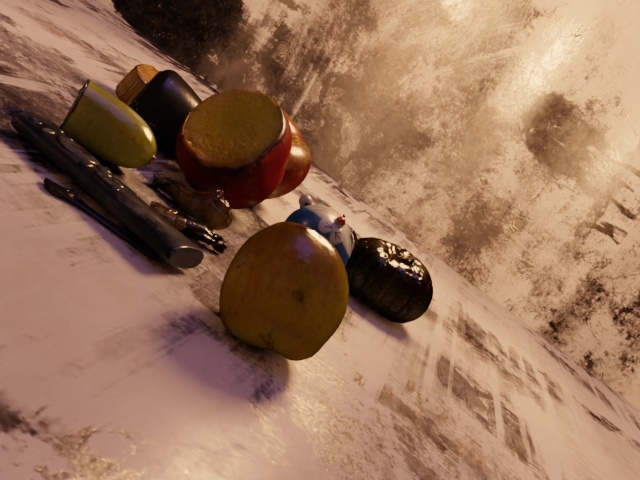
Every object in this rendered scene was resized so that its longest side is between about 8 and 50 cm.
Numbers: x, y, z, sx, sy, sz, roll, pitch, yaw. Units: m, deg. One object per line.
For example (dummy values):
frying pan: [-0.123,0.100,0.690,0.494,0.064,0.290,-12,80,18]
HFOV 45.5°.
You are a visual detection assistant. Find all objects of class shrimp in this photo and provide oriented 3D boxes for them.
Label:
shrimp: [-0.238,-0.031,1.390,0.161,0.034,0.091,31,11,-22]

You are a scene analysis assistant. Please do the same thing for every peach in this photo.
peach: [-0.187,-0.186,1.684,0.245,0.248,0.275,67,31,-32]

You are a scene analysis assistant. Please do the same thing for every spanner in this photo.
spanner: [-0.332,-0.032,1.159,0.208,0.012,0.046,36,11,-6]

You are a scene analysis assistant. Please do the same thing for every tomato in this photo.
tomato: [-0.164,-0.226,1.962,0.270,0.222,0.270,45,23,-25]

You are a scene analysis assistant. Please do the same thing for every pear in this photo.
pear: [-0.050,0.075,1.134,0.200,0.200,0.200,35,11,-8]

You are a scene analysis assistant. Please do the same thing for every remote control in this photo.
remote control: [-0.344,-0.084,1.229,0.377,0.044,0.107,39,1,18]

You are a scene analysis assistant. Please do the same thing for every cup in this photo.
cup: [-0.357,-0.310,1.840,0.176,0.169,0.223,39,14,-18]

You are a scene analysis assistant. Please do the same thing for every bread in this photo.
bread: [-0.460,-0.388,2.016,0.132,0.114,0.190,45,19,-6]

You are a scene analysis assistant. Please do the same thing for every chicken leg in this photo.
chicken leg: [-0.251,-0.084,1.509,0.178,0.070,0.093,25,35,5]

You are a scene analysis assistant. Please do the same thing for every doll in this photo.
doll: [0.000,0.000,1.696,0.215,0.161,0.257,61,5,-6]

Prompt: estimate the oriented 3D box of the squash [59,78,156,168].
squash: [-0.390,-0.207,1.439,0.186,0.123,0.123,32,11,-16]

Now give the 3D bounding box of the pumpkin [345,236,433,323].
pumpkin: [0.161,0.086,1.814,0.238,0.159,0.238,36,15,-11]
